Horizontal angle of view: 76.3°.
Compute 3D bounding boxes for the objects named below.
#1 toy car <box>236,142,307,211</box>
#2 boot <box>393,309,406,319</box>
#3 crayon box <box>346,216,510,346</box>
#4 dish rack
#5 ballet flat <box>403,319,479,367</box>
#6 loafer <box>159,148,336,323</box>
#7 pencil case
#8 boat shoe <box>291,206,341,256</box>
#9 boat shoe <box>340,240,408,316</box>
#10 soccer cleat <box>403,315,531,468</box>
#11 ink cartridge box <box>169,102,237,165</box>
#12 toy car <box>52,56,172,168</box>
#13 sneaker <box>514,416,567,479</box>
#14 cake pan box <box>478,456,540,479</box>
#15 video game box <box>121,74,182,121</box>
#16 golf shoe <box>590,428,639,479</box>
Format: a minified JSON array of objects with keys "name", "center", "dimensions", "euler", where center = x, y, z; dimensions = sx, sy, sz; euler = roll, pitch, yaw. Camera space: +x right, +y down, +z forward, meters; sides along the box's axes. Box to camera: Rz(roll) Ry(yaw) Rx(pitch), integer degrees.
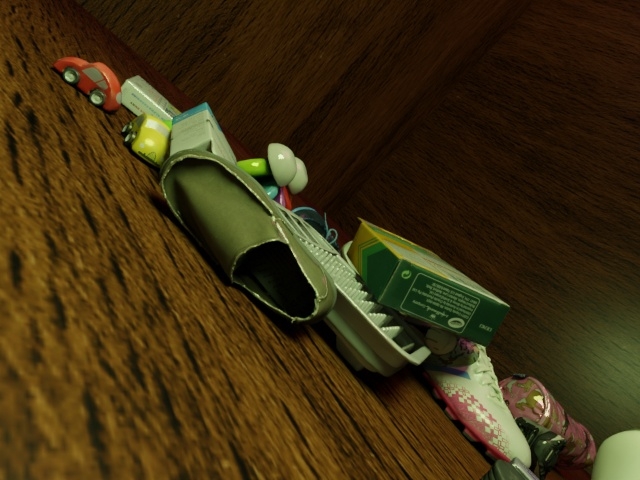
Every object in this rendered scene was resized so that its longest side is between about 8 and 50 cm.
[{"name":"toy car","center":[-0.108,-0.088,0.745],"dimensions":[0.182,0.159,0.136],"euler":[18,62,-78]},{"name":"boot","center":[0.215,0.216,1.105],"dimensions":[0.121,0.045,0.099],"euler":[39,3,-31]},{"name":"crayon box","center":[0.171,0.060,0.769],"dimensions":[0.203,0.083,0.323],"euler":[24,11,-12]},{"name":"dish rack","center":[0.020,0.075,0.633],"dimensions":[0.333,0.072,0.285],"euler":[45,5,21]},{"name":"ballet flat","center":[0.186,0.179,0.735],"dimensions":[0.188,0.070,0.070],"euler":[2,-24,39]},{"name":"loafer","center":[-0.076,-0.005,0.442],"dimensions":[0.251,0.094,0.087],"euler":[43,1,-3]},{"name":"pencil case","center":[0.634,0.523,1.156],"dimensions":[0.386,0.160,0.167],"euler":[40,35,-28]},{"name":"boat shoe","center":[0.000,0.000,0.899],"dimensions":[0.089,0.109,0.258],"euler":[49,10,25]},{"name":"boat shoe","center":[0.180,0.113,1.265],"dimensions":[0.302,0.113,0.103],"euler":[45,0,11]},{"name":"soccer cleat","center":[0.265,0.238,0.743],"dimensions":[0.116,0.143,0.331],"euler":[36,8,-43]},{"name":"ink cartridge box","center":[-0.157,-0.107,0.568],"dimensions":[0.180,0.060,0.104],"euler":[-114,-179,-51]},{"name":"toy car","center":[-0.271,-0.188,0.659],"dimensions":[0.239,0.053,0.225],"euler":[45,6,14]},{"name":"sneaker","center":[0.460,0.444,0.893],"dimensions":[0.108,0.100,0.271],"euler":[34,-5,29]},{"name":"cake pan box","center":[0.233,0.317,0.331],"dimensions":[0.267,0.070,0.245],"euler":[46,4,34]},{"name":"video game box","center":[-0.326,-0.260,0.858],"dimensions":[0.187,0.048,0.205],"euler":[38,8,-28]},{"name":"golf shoe","center":[0.162,0.184,0.218],"dimensions":[0.120,0.105,0.272],"euler":[28,30,21]}]
